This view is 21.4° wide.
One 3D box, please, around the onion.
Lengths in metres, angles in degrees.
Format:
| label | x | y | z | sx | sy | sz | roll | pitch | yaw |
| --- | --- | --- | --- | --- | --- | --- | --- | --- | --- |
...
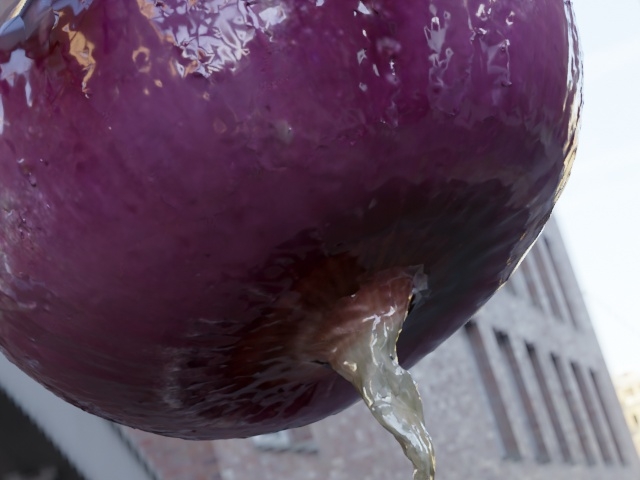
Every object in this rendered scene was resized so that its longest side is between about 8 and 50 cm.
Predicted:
| label | x | y | z | sx | sy | sz | roll | pitch | yaw |
| --- | --- | --- | --- | --- | --- | --- | --- | --- | --- |
| onion | -0.007 | -0.034 | 0.903 | 0.358 | 0.345 | 0.358 | -51 | -10 | -12 |
